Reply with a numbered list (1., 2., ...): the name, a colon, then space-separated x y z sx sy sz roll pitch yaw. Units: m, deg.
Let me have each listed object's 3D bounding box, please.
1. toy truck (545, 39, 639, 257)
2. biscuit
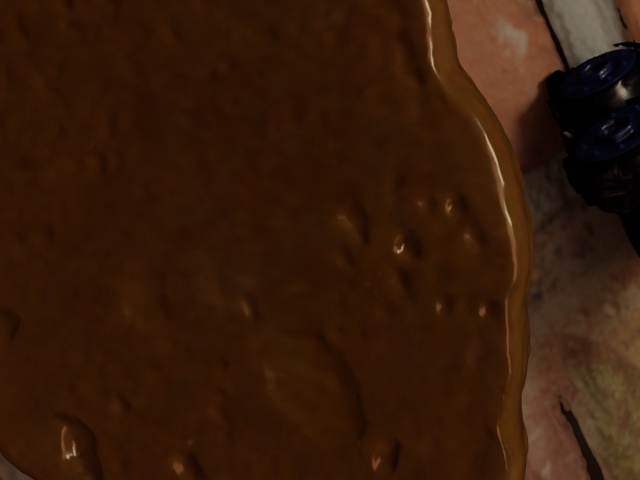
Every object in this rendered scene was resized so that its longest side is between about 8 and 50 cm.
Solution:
1. toy truck: 0.255 -0.055 0.685 0.177 0.213 0.161 -28 114 19
2. biscuit: -0.052 0.002 0.540 0.312 0.057 0.351 -25 88 21
